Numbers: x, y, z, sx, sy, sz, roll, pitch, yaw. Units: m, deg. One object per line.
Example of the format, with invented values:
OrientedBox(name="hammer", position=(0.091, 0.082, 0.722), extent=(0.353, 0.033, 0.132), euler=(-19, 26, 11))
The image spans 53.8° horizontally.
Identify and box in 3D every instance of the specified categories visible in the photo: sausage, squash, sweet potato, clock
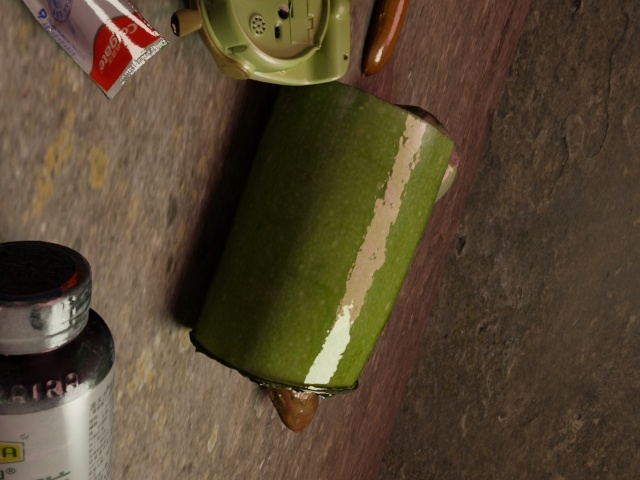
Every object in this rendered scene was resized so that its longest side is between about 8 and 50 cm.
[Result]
OrientedBox(name="sausage", position=(0.115, -0.372, 1.102), extent=(0.062, 0.054, 0.183), euler=(-19, 130, -60))
OrientedBox(name="squash", position=(0.000, 0.000, 0.880), extent=(0.384, 0.263, 0.263), euler=(-69, 160, 3))
OrientedBox(name="sweet potato", position=(-0.058, 0.193, 1.155), extent=(0.109, 0.109, 0.385), euler=(-39, 133, -53))
OrientedBox(name="clock", position=(-0.067, -0.253, 0.666), extent=(0.232, 0.069, 0.170), euler=(-12, 104, -42))

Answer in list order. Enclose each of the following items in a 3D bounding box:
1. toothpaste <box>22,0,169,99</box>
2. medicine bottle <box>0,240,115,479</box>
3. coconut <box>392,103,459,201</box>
OrientedBox(name="toothpaste", position=(-0.209, -0.206, 0.469), extent=(0.301, 0.048, 0.075), euler=(51, 58, -69))
OrientedBox(name="medicine bottle", position=(-0.255, 0.149, 0.555), extent=(0.141, 0.141, 0.293), euler=(-35, 141, -56))
OrientedBox(name="coconut", position=(0.135, -0.152, 1.150), extent=(0.204, 0.236, 0.236), euler=(-34, 159, 5))
